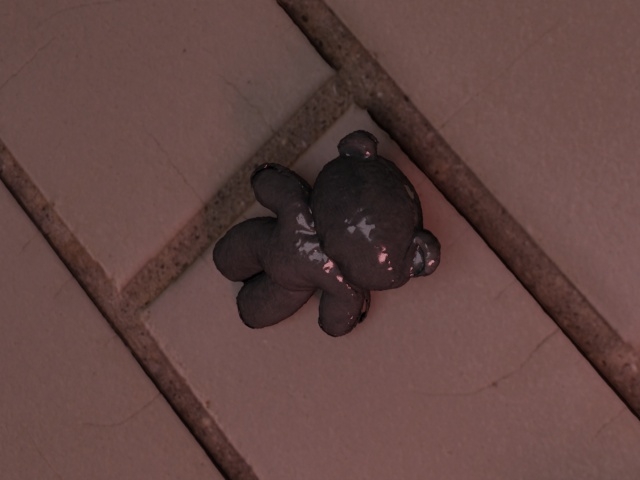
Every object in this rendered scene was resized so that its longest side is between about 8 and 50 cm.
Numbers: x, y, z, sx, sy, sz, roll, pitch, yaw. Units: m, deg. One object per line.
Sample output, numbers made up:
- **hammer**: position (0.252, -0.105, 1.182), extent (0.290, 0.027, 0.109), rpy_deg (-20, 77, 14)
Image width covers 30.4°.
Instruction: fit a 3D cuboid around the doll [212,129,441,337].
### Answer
- **doll**: position (0.006, -0.003, 1.523), extent (0.340, 0.158, 0.246), rpy_deg (-32, 85, 47)
